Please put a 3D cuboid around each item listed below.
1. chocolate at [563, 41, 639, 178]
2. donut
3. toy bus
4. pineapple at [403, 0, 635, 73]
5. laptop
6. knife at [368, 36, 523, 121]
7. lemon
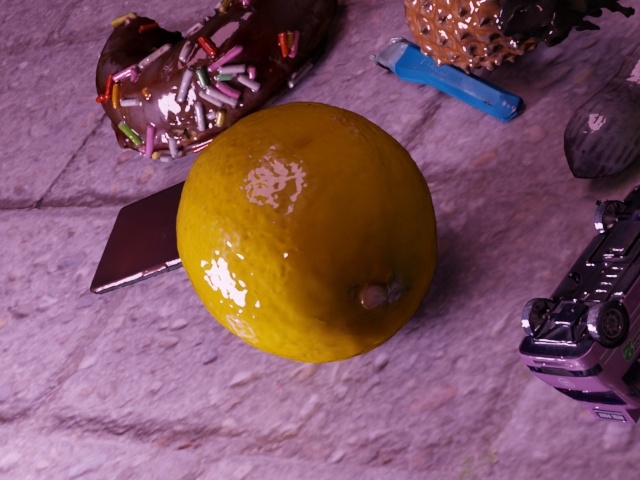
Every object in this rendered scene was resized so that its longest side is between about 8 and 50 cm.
[{"bbox_3d":[0.286,-0.123,1.698,0.167,0.072,0.072,-46,30,-15],"label":"chocolate"},{"bbox_3d":[-0.143,-0.228,2.264,0.345,0.136,0.259,-28,29,22],"label":"donut"},{"bbox_3d":[0.252,0.046,1.474,0.199,0.108,0.096,-51,27,-23],"label":"toy bus"},{"bbox_3d":[0.212,-0.254,1.825,0.169,0.169,0.340,-50,20,-16],"label":"pineapple"},{"bbox_3d":[-0.168,-0.015,2.114,0.207,0.026,0.154,-21,37,32],"label":"laptop"},{"bbox_3d":[0.134,-0.174,1.986,0.044,0.026,0.296,-46,33,-4],"label":"knife"},{"bbox_3d":[0.000,0.000,1.701,0.240,0.240,0.219,-45,43,-9],"label":"lemon"}]
